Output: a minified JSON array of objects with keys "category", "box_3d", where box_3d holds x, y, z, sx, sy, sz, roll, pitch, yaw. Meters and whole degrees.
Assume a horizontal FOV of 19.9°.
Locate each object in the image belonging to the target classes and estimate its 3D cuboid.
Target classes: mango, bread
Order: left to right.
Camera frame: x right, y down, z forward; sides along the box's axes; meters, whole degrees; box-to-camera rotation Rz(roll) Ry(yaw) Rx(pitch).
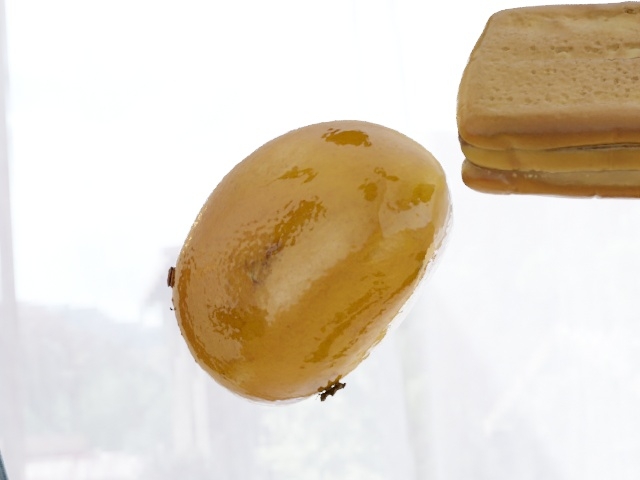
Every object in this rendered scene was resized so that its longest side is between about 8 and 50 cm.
[{"category":"mango","box_3d":[0.000,0.000,1.316,0.138,0.187,0.257,23,-45,-26]},{"category":"bread","box_3d":[0.177,-0.078,1.023,0.200,0.077,0.116,0,39,15]}]

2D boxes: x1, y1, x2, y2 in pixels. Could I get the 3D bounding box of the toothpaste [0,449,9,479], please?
[{"category":"toothpaste","box_3d":[-0.295,0.135,1.315,0.044,0.070,0.193,-27,26,-33]}]
